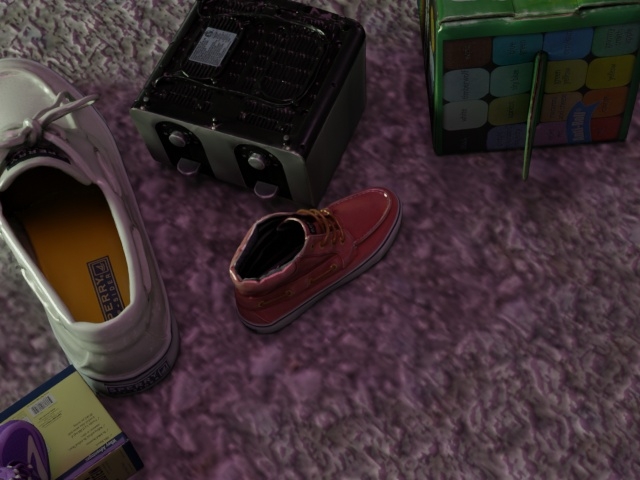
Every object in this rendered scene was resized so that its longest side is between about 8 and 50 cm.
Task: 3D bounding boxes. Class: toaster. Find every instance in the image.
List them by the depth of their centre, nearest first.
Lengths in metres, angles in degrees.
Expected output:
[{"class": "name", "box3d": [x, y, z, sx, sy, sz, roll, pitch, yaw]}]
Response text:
[{"class": "toaster", "box3d": [-0.056, -0.135, 0.991, 0.168, 0.110, 0.185, 16, 61, 14]}]

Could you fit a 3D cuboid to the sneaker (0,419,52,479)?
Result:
[{"class": "sneaker", "box3d": [-0.204, 0.177, 0.736, 0.068, 0.071, 0.170, 26, 25, -20]}]

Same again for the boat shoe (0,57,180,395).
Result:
[{"class": "boat shoe", "box3d": [-0.231, -0.051, 0.927, 0.136, 0.156, 0.367, -22, 59, -9]}]

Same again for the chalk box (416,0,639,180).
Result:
[{"class": "chalk box", "box3d": [0.180, -0.194, 0.969, 0.179, 0.180, 0.288, -5, 59, 2]}]

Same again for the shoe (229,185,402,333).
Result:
[{"class": "shoe", "box3d": [0.000, 0.000, 0.919, 0.178, 0.081, 0.063, -39, 63, -18]}]

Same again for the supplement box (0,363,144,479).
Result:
[{"class": "supplement box", "box3d": [-0.197, 0.158, 0.852, 0.083, 0.056, 0.083, -35, 61, -16]}]
